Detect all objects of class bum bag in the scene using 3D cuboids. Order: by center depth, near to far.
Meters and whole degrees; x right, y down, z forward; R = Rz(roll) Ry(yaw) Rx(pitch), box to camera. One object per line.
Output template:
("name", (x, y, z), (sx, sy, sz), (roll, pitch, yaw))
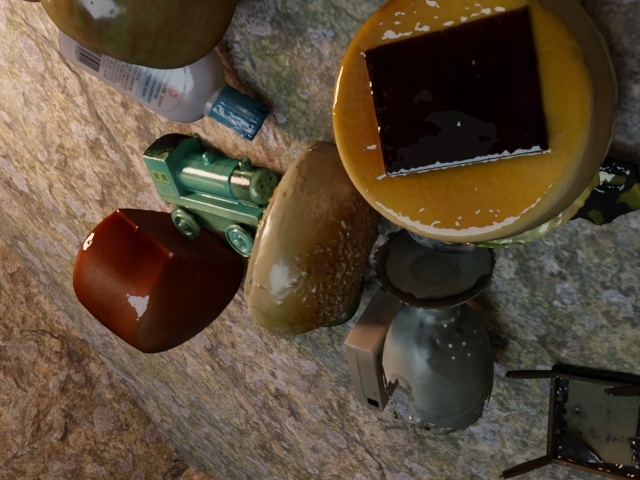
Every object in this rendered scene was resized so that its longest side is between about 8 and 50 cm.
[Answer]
("bum bag", (0.265, -0.081, 0.801), (0.233, 0.060, 0.106), (26, 144, 25))

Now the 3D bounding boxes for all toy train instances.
("toy train", (-0.187, -0.089, 1.246), (0.298, 0.120, 0.194), (15, 135, 37))

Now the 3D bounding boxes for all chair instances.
("chair", (0.413, 0.278, 1.008), (0.272, 0.166, 0.188), (10, 173, -42))

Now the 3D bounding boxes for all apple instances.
("apple", (-0.224, -0.349, 0.843), (0.257, 0.257, 0.233), (29, 116, 21))

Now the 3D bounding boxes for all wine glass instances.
("wine glass", (0.185, 0.151, 1.068), (0.191, 0.190, 0.356), (22, 139, 29))

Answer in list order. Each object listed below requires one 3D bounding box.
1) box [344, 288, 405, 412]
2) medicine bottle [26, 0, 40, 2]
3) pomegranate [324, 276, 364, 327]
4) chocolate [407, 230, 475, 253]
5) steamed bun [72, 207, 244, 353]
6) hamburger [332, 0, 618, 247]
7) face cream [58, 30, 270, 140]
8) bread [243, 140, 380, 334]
("box", (0.112, 0.207, 1.257), (0.058, 0.141, 0.201), (18, 143, 27))
("medicine bottle", (-0.401, -0.452, 1.000), (0.247, 0.147, 0.147), (-1, 129, 49))
("pomegranate", (-0.014, 0.073, 1.228), (0.191, 0.131, 0.152), (22, 140, 10))
("chocolate", (0.138, -0.083, 0.899), (0.110, 0.110, 0.248), (2, 128, 47))
("steamed bun", (-0.333, 0.091, 1.391), (0.235, 0.248, 0.379), (34, -173, 14))
("hamburger", (0.154, -0.133, 0.705), (0.300, 0.176, 0.300), (8, 107, 27))
("face cream", (-0.237, -0.267, 1.054), (0.337, 0.080, 0.163), (30, 134, -7))
("bread", (0.000, 0.000, 0.988), (0.159, 0.305, 0.305), (16, 144, 6))
